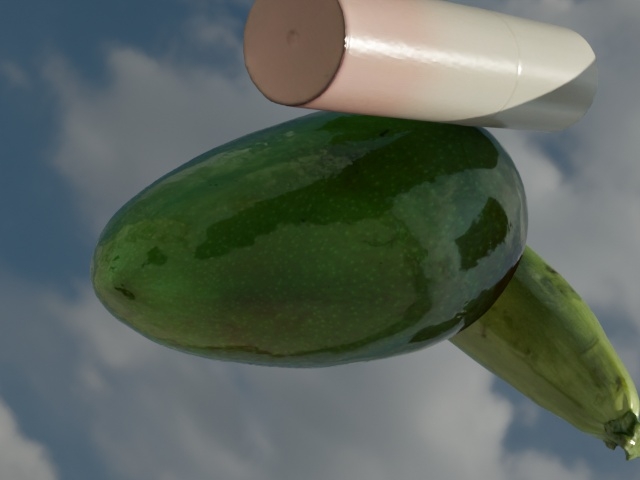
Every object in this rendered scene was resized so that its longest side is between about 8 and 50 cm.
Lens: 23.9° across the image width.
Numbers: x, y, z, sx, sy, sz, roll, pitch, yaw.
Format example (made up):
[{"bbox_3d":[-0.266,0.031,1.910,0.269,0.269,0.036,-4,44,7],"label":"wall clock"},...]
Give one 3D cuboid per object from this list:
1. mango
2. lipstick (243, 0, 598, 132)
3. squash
[{"bbox_3d":[0.000,0.000,1.173,0.225,0.382,0.201,39,-49,44],"label":"mango"},{"bbox_3d":[0.084,-0.128,1.079,0.087,0.327,0.087,0,-89,38],"label":"lipstick"},{"bbox_3d":[0.162,0.056,1.331,0.370,0.118,0.118,41,-37,40],"label":"squash"}]
